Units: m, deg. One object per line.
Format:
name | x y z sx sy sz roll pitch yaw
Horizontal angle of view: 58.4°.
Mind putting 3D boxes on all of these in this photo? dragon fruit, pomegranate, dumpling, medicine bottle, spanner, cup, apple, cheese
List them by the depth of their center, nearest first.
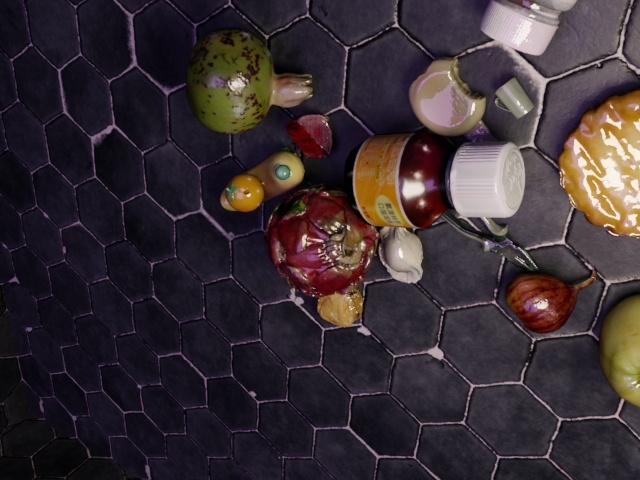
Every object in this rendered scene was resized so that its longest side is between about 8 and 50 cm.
medicine bottle | 0.445 -0.529 1.143 0.165 0.165 0.273 33 126 14
apple | 0.753 0.254 1.288 0.262 0.262 0.262 13 118 26
cup | 0.438 -0.320 1.313 0.075 0.054 0.083 -37 93 36
medicine bottle | 0.265 -0.149 1.353 0.395 0.242 0.242 0 112 42
cheese | 0.338 -0.301 1.369 0.286 0.082 0.163 45 128 2
spanner | 0.421 -0.024 1.471 0.325 0.040 0.095 39 125 11
pomegranate | -0.187 -0.423 1.540 0.340 0.285 0.285 7 120 -5
dragon fruit | -0.001 -0.003 1.577 0.329 0.329 0.329 13 118 26
dragon fruit | -0.023 -0.303 1.584 0.102 0.096 0.147 1 144 41
dumpling | 0.217 0.031 1.586 0.127 0.108 0.188 -5 111 57

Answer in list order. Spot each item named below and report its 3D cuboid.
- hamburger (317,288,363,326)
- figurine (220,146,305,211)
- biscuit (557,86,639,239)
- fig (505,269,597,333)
hamburger | 0.060 0.191 1.763 0.147 0.083 0.138 15 123 27
figurine | -0.180 -0.157 1.654 0.324 0.222 0.124 -22 102 36
biscuit | 0.681 -0.163 1.212 0.326 0.107 0.326 12 115 28
fig | 0.558 0.154 1.404 0.202 0.148 0.149 7 117 27
